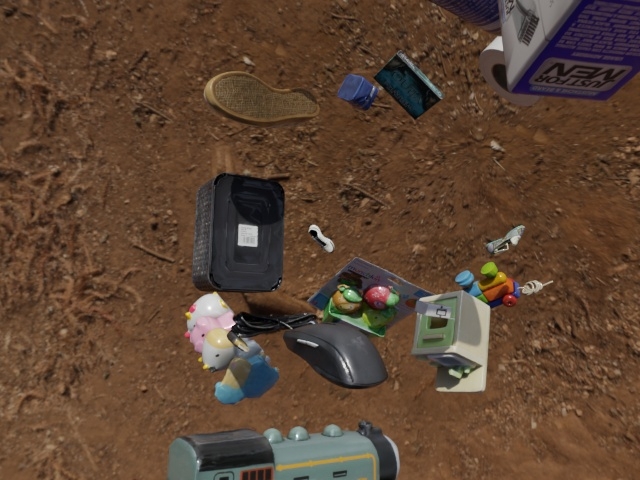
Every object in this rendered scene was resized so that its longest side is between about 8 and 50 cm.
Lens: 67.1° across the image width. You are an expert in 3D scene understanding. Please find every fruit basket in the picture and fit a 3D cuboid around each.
[{"bbox_3d":[0.167,0.216,1.673,0.327,0.165,0.353,26,144,-17],"label":"fruit basket"}]

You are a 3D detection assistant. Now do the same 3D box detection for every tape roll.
[{"bbox_3d":[0.669,-0.587,1.580,0.169,0.246,0.246,-45,84,-1],"label":"tape roll"}]

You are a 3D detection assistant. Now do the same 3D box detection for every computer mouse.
[{"bbox_3d":[-0.031,0.144,0.717,0.262,0.184,0.060,21,107,59],"label":"computer mouse"}]

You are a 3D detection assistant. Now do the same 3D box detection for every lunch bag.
[{"bbox_3d":[0.098,-0.364,1.196,0.067,0.065,0.098,-60,35,10],"label":"lunch bag"}]

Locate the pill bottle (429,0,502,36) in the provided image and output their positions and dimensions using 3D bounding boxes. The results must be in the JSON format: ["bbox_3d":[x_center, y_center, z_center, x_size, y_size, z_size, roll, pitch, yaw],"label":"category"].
[{"bbox_3d":[0.196,-0.404,0.667,0.265,0.153,0.153,12,108,-26],"label":"pill bottle"}]

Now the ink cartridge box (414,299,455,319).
[{"bbox_3d":[0.266,0.160,1.110,0.083,0.048,0.028,11,90,-23],"label":"ink cartridge box"}]

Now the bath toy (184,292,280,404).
[{"bbox_3d":[-0.228,0.227,1.086,0.129,0.348,0.151,-41,122,-11],"label":"bath toy"}]

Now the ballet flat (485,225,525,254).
[{"bbox_3d":[0.501,0.005,1.288,0.114,0.041,0.041,-33,88,18],"label":"ballet flat"}]

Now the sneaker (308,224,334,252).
[{"bbox_3d":[0.000,0.000,1.529,0.109,0.044,0.040,45,107,0],"label":"sneaker"}]

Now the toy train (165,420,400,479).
[{"bbox_3d":[-0.036,0.320,0.569,0.142,0.334,0.190,-14,71,57],"label":"toy train"}]

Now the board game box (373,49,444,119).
[{"bbox_3d":[0.261,-0.460,1.439,0.186,0.026,0.126,41,149,-10],"label":"board game box"}]

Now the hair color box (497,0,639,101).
[{"bbox_3d":[0.242,-0.271,0.322,0.110,0.339,0.185,4,71,-7],"label":"hair color box"}]

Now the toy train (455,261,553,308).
[{"bbox_3d":[0.545,0.121,1.456,0.248,0.105,0.143,-32,109,33],"label":"toy train"}]

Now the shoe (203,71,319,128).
[{"bbox_3d":[-0.087,-0.193,0.706,0.058,0.219,0.076,-20,85,38],"label":"shoe"}]

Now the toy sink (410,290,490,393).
[{"bbox_3d":[0.339,0.268,1.273,0.131,0.234,0.153,29,151,-28],"label":"toy sink"}]

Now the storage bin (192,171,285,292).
[{"bbox_3d":[-0.131,-0.007,0.775,0.084,0.122,0.180,-14,73,57],"label":"storage bin"}]
